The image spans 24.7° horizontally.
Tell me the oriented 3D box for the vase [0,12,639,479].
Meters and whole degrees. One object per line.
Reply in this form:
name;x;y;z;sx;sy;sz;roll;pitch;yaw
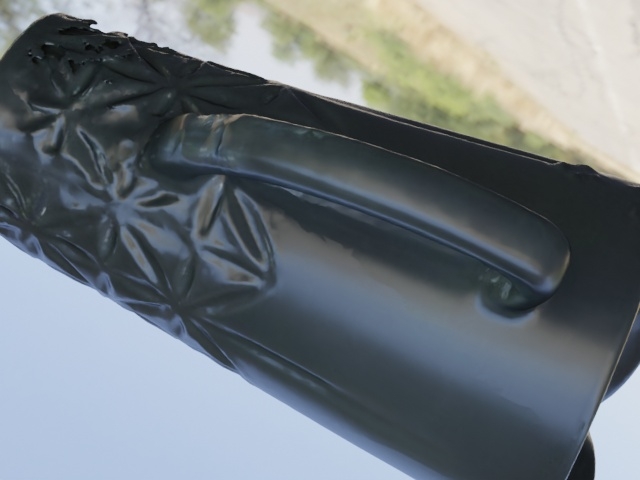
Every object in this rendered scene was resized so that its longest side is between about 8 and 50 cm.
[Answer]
vase;0.000;0.000;0.615;0.301;0.156;0.251;23;166;8
